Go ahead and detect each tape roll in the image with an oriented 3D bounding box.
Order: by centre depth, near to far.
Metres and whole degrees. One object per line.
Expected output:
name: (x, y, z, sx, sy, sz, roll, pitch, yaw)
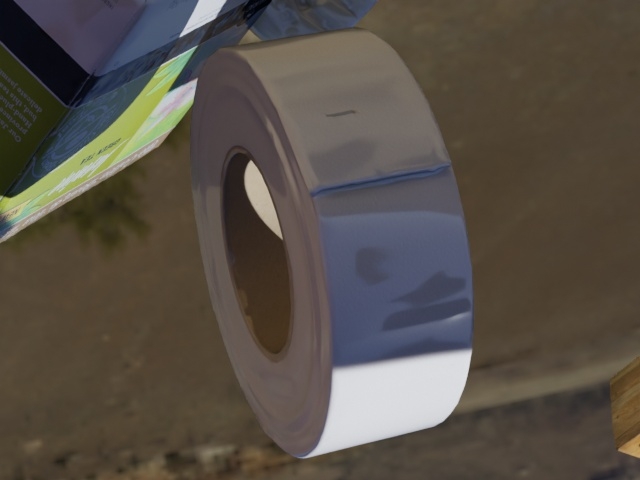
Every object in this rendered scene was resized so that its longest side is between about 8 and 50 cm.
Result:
tape roll: (0.000, 0.000, 1.169, 0.100, 0.286, 0.286, -10, 170, -18)

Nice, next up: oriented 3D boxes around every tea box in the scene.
tea box: (-0.212, -0.200, 1.424, 0.323, 0.220, 0.329, -47, 175, 35)

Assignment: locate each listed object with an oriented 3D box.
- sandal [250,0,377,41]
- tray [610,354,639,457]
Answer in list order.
sandal: (0.072, -0.337, 1.659, 0.416, 0.169, 0.102, -38, -175, -16)
tray: (0.409, 0.060, 1.211, 0.203, 0.076, 0.411, 20, 138, -21)
